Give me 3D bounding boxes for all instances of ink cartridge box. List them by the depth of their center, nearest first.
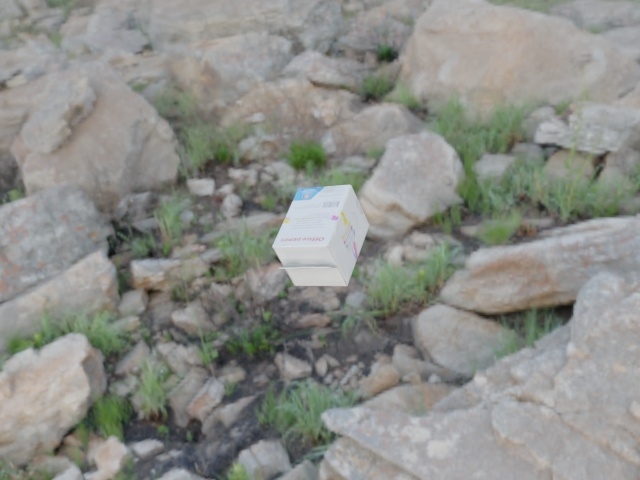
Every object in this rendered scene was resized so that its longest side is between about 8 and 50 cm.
[{"bbox_3d":[0.000,0.000,1.229,0.092,0.089,0.143,-2,46,28],"label":"ink cartridge box"}]
